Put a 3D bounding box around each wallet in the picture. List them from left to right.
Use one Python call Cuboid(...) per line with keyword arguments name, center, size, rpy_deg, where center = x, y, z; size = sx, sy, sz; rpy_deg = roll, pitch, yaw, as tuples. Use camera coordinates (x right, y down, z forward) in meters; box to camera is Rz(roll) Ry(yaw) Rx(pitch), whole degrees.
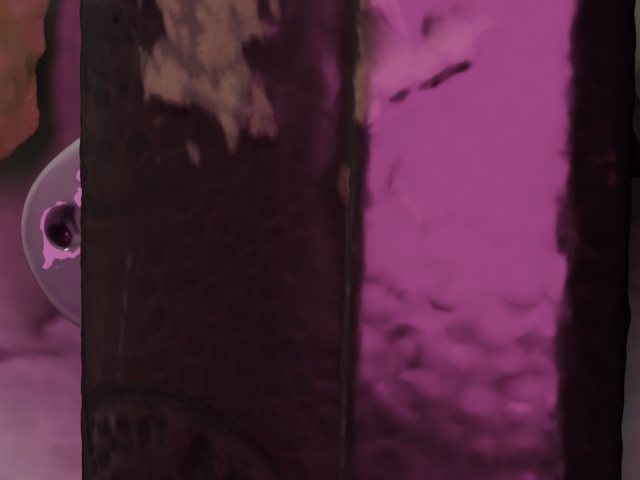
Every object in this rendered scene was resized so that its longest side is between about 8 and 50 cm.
Cuboid(name="wallet", center=(0.000, 0.000, 0.471), size=(0.170, 0.044, 0.321), rpy_deg=(2, 93, 34))

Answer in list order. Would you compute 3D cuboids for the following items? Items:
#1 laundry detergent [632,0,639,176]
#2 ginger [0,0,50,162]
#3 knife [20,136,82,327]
Cuboid(name="laundry detergent", center=(0.148, -0.063, 0.441), size=(0.226, 0.070, 0.099), rpy_deg=(-22, 92, 22))
Cuboid(name="ginger", center=(-0.172, -0.097, 0.608), size=(0.122, 0.115, 0.193), rpy_deg=(-31, 72, 41))
Cuboid(name="knife", center=(0.023, -0.056, 0.523), size=(0.265, 0.040, 0.073), rpy_deg=(-36, 76, 15))
